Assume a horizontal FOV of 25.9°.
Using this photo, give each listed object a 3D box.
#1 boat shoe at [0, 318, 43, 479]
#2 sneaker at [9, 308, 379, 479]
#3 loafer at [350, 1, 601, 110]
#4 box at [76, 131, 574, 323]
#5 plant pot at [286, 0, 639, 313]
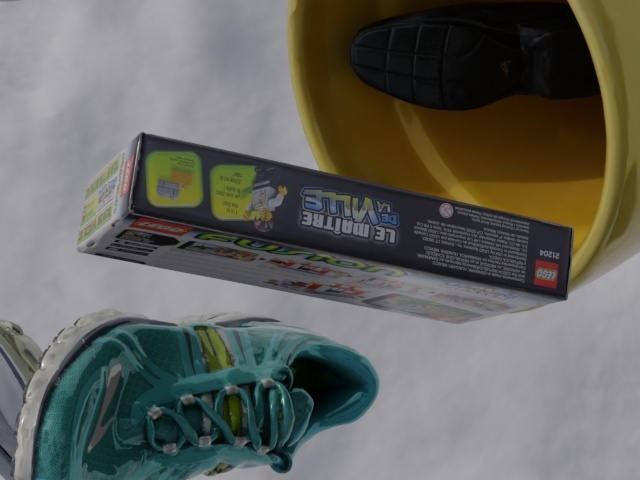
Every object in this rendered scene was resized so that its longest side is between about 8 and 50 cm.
[{"bbox_3d":[-0.299,0.122,1.259,0.109,0.094,0.302,-2,137,24],"label":"boat shoe"},{"bbox_3d":[-0.064,0.090,0.779,0.110,0.275,0.107,8,102,31],"label":"sneaker"},{"bbox_3d":[0.101,-0.119,0.860,0.170,0.061,0.062,2,122,-6],"label":"loafer"},{"bbox_3d":[0.000,0.000,0.650,0.207,0.114,0.036,12,77,-19],"label":"box"},{"bbox_3d":[0.149,-0.114,0.817,0.254,0.239,0.254,29,131,41],"label":"plant pot"}]
